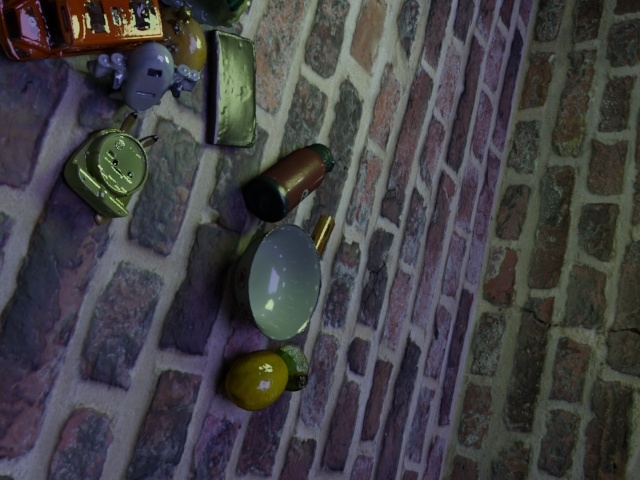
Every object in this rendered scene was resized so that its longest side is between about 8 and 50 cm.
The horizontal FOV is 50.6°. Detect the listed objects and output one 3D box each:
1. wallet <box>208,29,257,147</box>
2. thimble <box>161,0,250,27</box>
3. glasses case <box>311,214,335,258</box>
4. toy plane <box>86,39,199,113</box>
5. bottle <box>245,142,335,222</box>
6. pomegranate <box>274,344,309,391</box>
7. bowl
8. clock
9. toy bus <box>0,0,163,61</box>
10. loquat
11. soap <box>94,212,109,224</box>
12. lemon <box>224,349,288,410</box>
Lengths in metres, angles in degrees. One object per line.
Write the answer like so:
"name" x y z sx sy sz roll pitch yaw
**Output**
"wallet" -0.243 -0.411 1.860 0.165 0.042 0.310 -5 97 -53
"thimble" -0.279 -0.640 1.596 0.288 0.254 0.167 32 69 -48
"glasses case" 0.000 0.000 2.257 0.065 0.041 0.170 53 52 -44
"toy plane" -0.389 -0.365 1.497 0.244 0.244 0.118 21 61 -54
"bottle" -0.077 -0.186 2.041 0.336 0.144 0.144 -43 127 -46
"pomegranate" -0.098 0.407 2.084 0.169 0.122 0.143 -107 175 -62
"bowl" -0.153 0.115 1.951 0.337 0.157 0.337 -7 99 -55
"clock" -0.463 -0.180 1.542 0.170 0.069 0.232 50 53 -40
"toy bus" -0.493 -0.456 1.403 0.329 0.153 0.143 -26 115 -50
"loquat" -0.344 -0.468 1.596 0.149 0.204 0.172 -7 64 -29
"soap" -0.489 -0.068 1.575 0.089 0.012 0.034 -47 129 -41
"lemon" -0.181 0.398 1.941 0.207 0.170 0.170 -30 118 -51
